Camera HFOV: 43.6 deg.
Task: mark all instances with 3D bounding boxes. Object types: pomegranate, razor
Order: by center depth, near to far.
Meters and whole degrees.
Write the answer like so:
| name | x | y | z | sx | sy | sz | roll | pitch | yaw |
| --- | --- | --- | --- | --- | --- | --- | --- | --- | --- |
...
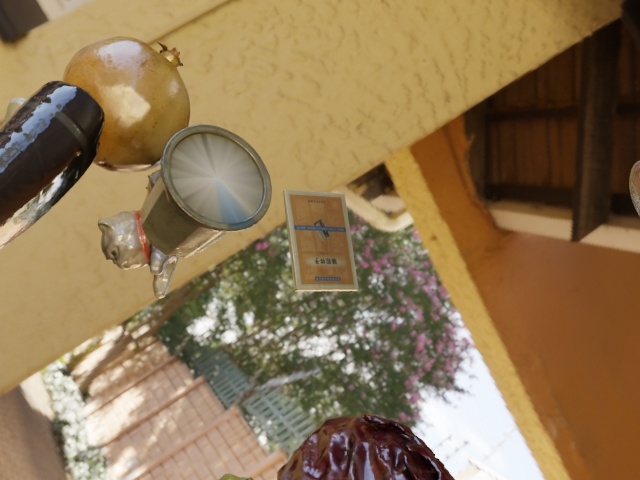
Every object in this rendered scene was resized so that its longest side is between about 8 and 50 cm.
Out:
| name | x | y | z | sx | sy | sz | roll | pitch | yaw |
| --- | --- | --- | --- | --- | --- | --- | --- | --- | --- |
| razor | -0.450 | -0.070 | 1.126 | 0.113 | 0.349 | 0.204 | 40 | -27 | 0 |
| pomegranate | -0.427 | -0.311 | 1.792 | 0.319 | 0.319 | 0.319 | 52 | -14 | 19 |

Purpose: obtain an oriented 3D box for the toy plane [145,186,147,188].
| name | x | y | z | sx | sy | sz | roll | pitch | yaw |
| --- | --- | --- | --- | --- | --- | --- | --- | --- | --- |
| toy plane | -0.384 | -0.130 | 1.899 | 0.083 | 0.079 | 0.031 | 10 | -72 | 52 |

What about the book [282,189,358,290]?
| name | x | y | z | sx | sy | sz | roll | pitch | yaw |
| --- | --- | --- | --- | --- | --- | --- | --- | --- | --- |
| book | 0.000 | 0.000 | 1.861 | 0.018 | 0.170 | 0.241 | -31 | -118 | 54 |

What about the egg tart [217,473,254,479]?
| name | x | y | z | sx | sy | sz | roll | pitch | yaw |
| --- | --- | --- | --- | --- | --- | --- | --- | --- | --- |
| egg tart | -0.152 | 0.575 | 1.694 | 0.197 | 0.078 | 0.197 | 56 | 6 | -9 |

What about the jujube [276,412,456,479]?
| name | x | y | z | sx | sy | sz | roll | pitch | yaw |
| --- | --- | --- | --- | --- | --- | --- | --- | --- | --- |
| jujube | 0.062 | 0.350 | 0.773 | 0.376 | 0.259 | 0.258 | -88 | 158 | -56 |

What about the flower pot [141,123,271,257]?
| name | x | y | z | sx | sy | sz | roll | pitch | yaw |
| --- | --- | --- | --- | --- | --- | --- | --- | --- | --- |
| flower pot | -0.224 | -0.077 | 1.463 | 0.212 | 0.212 | 0.203 | 56 | -39 | 2 |

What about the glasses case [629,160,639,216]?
| name | x | y | z | sx | sy | sz | roll | pitch | yaw |
| --- | --- | --- | --- | --- | --- | --- | --- | --- | --- |
| glasses case | 0.595 | -0.007 | 1.264 | 0.122 | 0.082 | 0.321 | 74 | -7 | -49 |

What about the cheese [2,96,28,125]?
| name | x | y | z | sx | sy | sz | roll | pitch | yaw |
| --- | --- | --- | --- | --- | --- | --- | --- | --- | --- |
| cheese | -0.571 | -0.170 | 1.469 | 0.043 | 0.193 | 0.065 | 23 | 9 | -4 |

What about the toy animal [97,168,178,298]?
| name | x | y | z | sx | sy | sz | roll | pitch | yaw |
| --- | --- | --- | --- | --- | --- | --- | --- | --- | --- |
| toy animal | -0.381 | -0.063 | 1.771 | 0.188 | 0.266 | 0.307 | 24 | -24 | 7 |
